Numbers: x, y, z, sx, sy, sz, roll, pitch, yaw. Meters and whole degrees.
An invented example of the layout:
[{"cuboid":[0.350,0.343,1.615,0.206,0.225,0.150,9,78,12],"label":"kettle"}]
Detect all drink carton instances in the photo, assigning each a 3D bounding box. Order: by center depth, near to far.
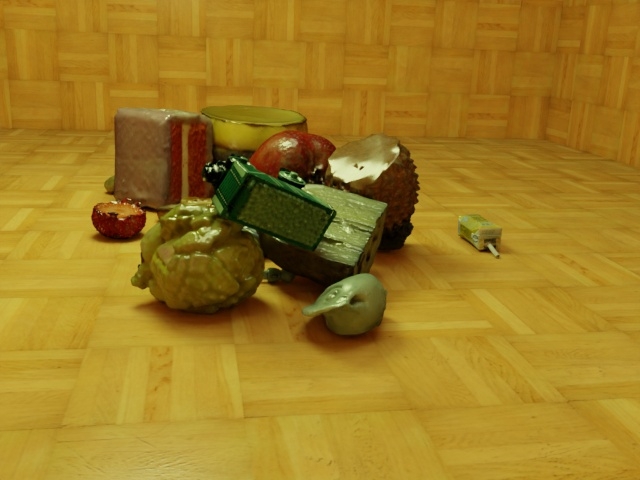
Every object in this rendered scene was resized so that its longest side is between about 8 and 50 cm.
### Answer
[{"cuboid":[0.435,-0.016,1.871,0.084,0.074,0.200,-1,15,-12],"label":"drink carton"}]

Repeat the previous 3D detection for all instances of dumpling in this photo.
[{"cuboid":[0.054,0.130,1.291,0.108,0.152,0.219,58,24,18],"label":"dumpling"}]

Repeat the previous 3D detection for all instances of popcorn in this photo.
[{"cuboid":[-0.236,0.034,1.374,0.259,0.212,0.259,10,14,-2],"label":"popcorn"}]

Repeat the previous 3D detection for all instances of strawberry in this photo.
[{"cuboid":[-0.526,-0.054,1.825,0.145,0.086,0.145,1,18,0],"label":"strawberry"}]

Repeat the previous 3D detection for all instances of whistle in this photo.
[{"cuboid":[-0.099,0.075,1.539,0.100,0.035,0.035,-1,16,-8],"label":"whistle"}]

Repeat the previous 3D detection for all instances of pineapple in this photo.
[{"cuboid":[0.157,-0.086,1.761,0.223,0.357,0.223,-12,47,13],"label":"pineapple"}]

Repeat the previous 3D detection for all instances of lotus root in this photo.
[{"cuboid":[-0.016,0.003,1.539,0.260,0.149,0.267,15,35,13],"label":"lotus root"}]

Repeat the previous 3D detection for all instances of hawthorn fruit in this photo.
[{"cuboid":[-0.083,-0.170,1.968,0.287,0.287,0.330,-5,8,-25],"label":"hawthorn fruit"}]

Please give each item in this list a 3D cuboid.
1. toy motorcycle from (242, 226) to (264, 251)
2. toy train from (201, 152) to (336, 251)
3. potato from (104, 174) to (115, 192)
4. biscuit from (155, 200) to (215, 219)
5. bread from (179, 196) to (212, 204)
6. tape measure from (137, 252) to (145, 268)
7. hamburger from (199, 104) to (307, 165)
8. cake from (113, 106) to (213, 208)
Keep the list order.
[{"cuboid":[-0.152,-0.013,1.731,0.307,0.108,0.173,8,26,14],"label":"toy motorcycle"},{"cuboid":[-0.101,-0.087,1.363,0.269,0.115,0.154,22,14,-39],"label":"toy train"},{"cuboid":[-0.643,-0.189,2.301,0.138,0.070,0.091,3,15,3],"label":"potato"},{"cuboid":[-0.348,-0.083,1.925,0.154,0.045,0.299,-12,8,-39],"label":"biscuit"},{"cuboid":[-0.373,-0.108,2.115,0.110,0.044,0.083,-2,13,-22],"label":"bread"},{"cuboid":[-0.320,0.045,1.539,0.118,0.074,0.125,13,21,29],"label":"tape measure"},{"cuboid":[-0.240,-0.298,2.365,0.395,0.277,0.396,5,18,-1],"label":"hamburger"},{"cuboid":[-0.490,-0.260,2.168,0.230,0.309,0.237,14,17,27],"label":"cake"}]
